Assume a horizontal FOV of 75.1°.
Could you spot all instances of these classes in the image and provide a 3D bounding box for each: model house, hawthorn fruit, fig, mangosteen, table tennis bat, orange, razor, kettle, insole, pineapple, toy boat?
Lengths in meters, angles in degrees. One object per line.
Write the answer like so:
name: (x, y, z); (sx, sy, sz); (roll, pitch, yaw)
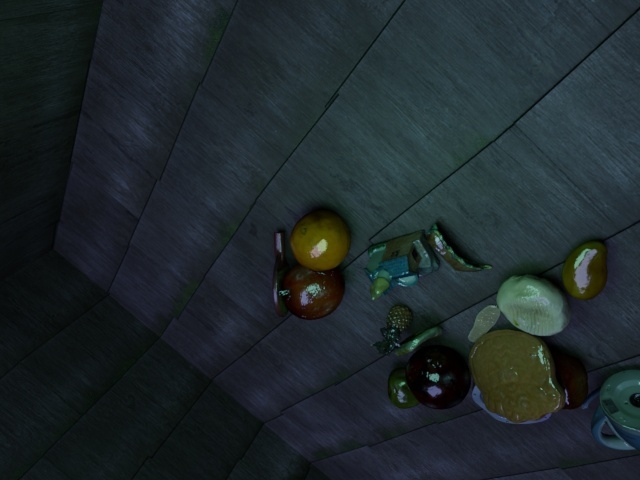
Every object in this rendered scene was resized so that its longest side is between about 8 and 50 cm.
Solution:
model house: (0.293, 0.144, 1.656); (0.267, 0.325, 0.194); (-18, 111, 37)
hawthorn fruit: (-0.032, 0.229, 1.931); (0.316, 0.316, 0.315); (14, 128, 19)
fig: (0.482, 0.748, 2.107); (0.275, 0.206, 0.205); (0, 125, 1)
mangosteen: (0.535, 0.626, 1.905); (0.312, 0.311, 0.310); (14, 128, 19)
table tennis bat: (-0.188, 0.163, 1.998); (0.051, 0.268, 0.413); (-1, 97, 10)
orange: (0.000, 0.000, 1.756); (0.261, 0.261, 0.260); (14, 128, 19)
razor: (1.158, 0.651, 1.743); (0.068, 0.037, 0.191); (3, 135, -17)
kettle: (1.222, 0.707, 1.613); (0.320, 0.247, 0.342); (-23, 121, 25)
insole: (0.704, 0.364, 1.800); (0.081, 0.011, 0.247); (21, 130, 14)
hawthorn fruit: (0.948, 0.571, 1.658); (0.208, 0.248, 0.207); (17, 132, 20)
pineapple: (0.328, 0.410, 1.877); (0.125, 0.251, 0.125); (24, 143, 20)
toy boat: (0.527, 0.054, 1.619); (0.293, 0.108, 0.099); (37, 100, -7)

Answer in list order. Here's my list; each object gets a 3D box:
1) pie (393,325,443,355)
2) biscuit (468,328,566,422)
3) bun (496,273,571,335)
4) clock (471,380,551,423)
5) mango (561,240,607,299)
pie: (0.437, 0.449, 1.873); (0.240, 0.241, 0.054); (-39, 72, 41)
biscuit: (0.775, 0.548, 1.701); (0.063, 0.364, 0.385); (3, 153, -29)
bun: (0.800, 0.225, 1.555); (0.259, 0.160, 0.259); (26, 147, 18)
clock: (0.866, 0.686, 1.884); (0.339, 0.102, 0.338); (14, 128, 19)
mango: (0.917, 0.102, 1.441); (0.136, 0.099, 0.227); (12, 119, 26)
